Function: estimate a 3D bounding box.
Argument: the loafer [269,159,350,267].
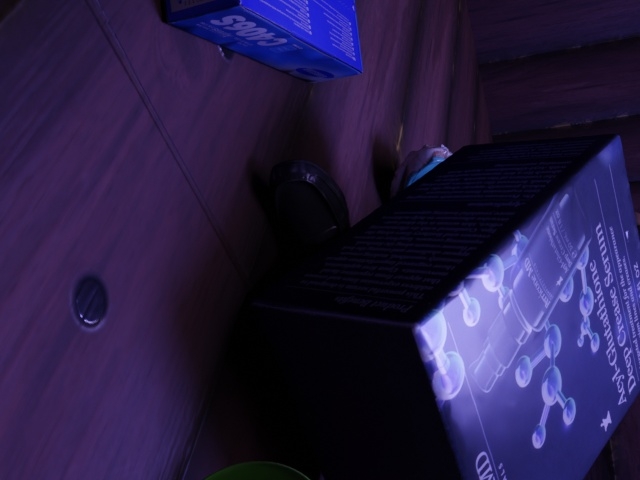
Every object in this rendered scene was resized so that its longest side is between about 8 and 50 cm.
[{"bbox_3d":[0.000,0.000,0.800,0.223,0.076,0.078,65,19,-50],"label":"loafer"}]

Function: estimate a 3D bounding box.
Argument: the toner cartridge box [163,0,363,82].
[{"bbox_3d":[-0.047,-0.273,0.749,0.348,0.075,0.165,-8,93,-70],"label":"toner cartridge box"}]

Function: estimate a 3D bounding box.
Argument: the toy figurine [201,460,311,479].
[{"bbox_3d":[-0.055,0.286,0.555,0.173,0.130,0.159,-48,143,-36],"label":"toy figurine"}]

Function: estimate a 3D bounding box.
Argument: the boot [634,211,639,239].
[{"bbox_3d":[0.461,0.076,1.018,0.269,0.089,0.236,-10,93,-70],"label":"boot"}]

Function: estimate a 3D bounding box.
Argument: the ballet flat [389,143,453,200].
[{"bbox_3d":[0.195,-0.062,1.331,0.409,0.146,0.147,59,32,-55],"label":"ballet flat"}]

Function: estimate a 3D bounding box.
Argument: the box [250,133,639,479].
[{"bbox_3d":[0.171,0.098,0.779,0.395,0.212,0.294,-36,115,-36],"label":"box"}]
